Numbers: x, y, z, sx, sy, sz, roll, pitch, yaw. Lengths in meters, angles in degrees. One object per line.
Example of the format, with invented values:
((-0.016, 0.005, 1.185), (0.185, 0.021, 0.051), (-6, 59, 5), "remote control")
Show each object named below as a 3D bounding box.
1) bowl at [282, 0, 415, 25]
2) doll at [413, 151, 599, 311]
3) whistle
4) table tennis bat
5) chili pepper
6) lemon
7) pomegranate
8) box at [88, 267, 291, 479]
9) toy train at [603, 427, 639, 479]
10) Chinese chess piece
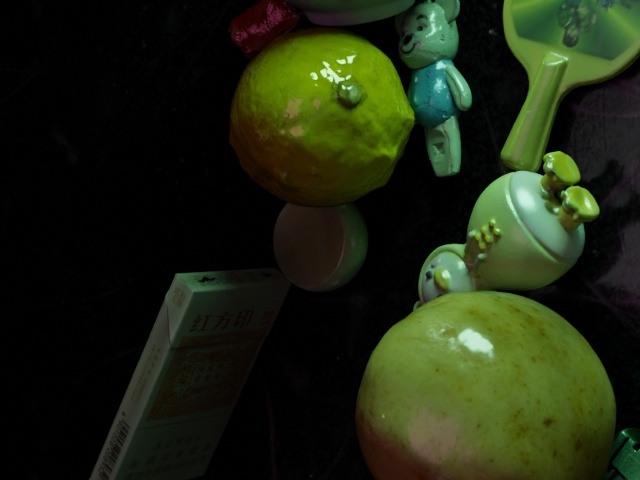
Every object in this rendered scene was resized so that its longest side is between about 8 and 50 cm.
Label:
((0.038, -0.364, 1.345), (0.345, 0.345, 0.157), (12, 124, 39), "bowl")
((0.207, 0.017, 1.292), (0.296, 0.117, 0.141), (-42, 62, 31), "doll")
((0.143, -0.199, 1.372), (0.114, 0.077, 0.236), (-9, 87, 48), "whistle")
((0.291, -0.232, 1.274), (0.198, 0.050, 0.321), (28, 103, 34), "table tennis bat")
((-0.078, -0.317, 1.556), (0.123, 0.073, 0.070), (-32, 28, 33), "chili pepper")
((-0.002, -0.154, 1.381), (0.288, 0.233, 0.233), (141, 118, -70), "lemon")
((0.184, 0.204, 1.198), (0.307, 0.307, 0.307), (0, 91, 39), "pomegranate")
((-0.189, 0.206, 1.563), (0.051, 0.204, 0.365), (38, 114, 33), "box")
((0.347, 0.305, 1.216), (0.111, 0.071, 0.170), (48, 120, 39), "toy train")
((0.000, 0.000, 1.502), (0.144, 0.058, 0.144), (-1, 88, 39), "Chinese chess piece")
